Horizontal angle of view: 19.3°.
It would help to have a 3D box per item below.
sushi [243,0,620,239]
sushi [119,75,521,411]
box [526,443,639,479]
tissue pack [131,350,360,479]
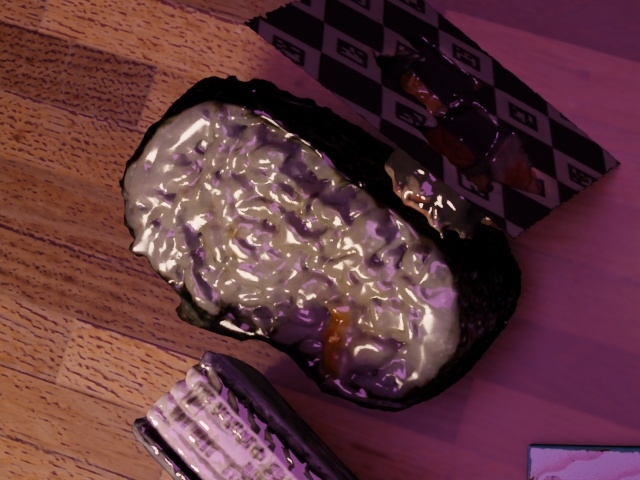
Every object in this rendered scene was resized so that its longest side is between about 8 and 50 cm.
[{"bbox_3d":[0.087,-0.107,1.597,0.292,0.294,0.059,41,119,11],"label":"sushi"},{"bbox_3d":[0.000,0.000,1.620,0.350,0.171,0.211,29,111,12],"label":"sushi"},{"bbox_3d":[0.257,0.290,1.626,0.161,0.042,0.226,1,86,11],"label":"box"},{"bbox_3d":[0.011,0.259,1.575,0.122,0.259,0.361,-44,79,-6],"label":"tissue pack"}]
